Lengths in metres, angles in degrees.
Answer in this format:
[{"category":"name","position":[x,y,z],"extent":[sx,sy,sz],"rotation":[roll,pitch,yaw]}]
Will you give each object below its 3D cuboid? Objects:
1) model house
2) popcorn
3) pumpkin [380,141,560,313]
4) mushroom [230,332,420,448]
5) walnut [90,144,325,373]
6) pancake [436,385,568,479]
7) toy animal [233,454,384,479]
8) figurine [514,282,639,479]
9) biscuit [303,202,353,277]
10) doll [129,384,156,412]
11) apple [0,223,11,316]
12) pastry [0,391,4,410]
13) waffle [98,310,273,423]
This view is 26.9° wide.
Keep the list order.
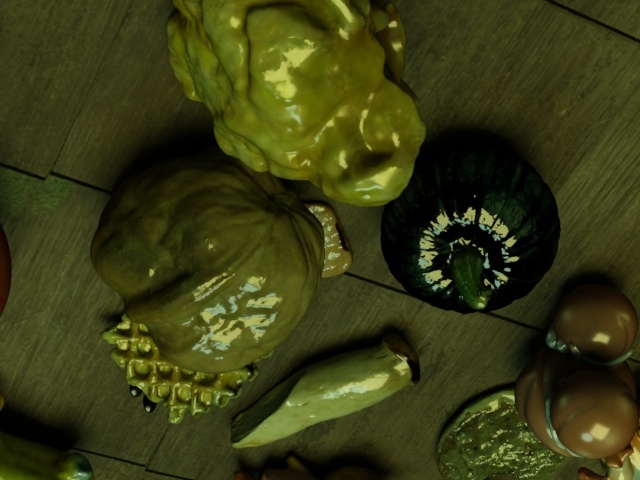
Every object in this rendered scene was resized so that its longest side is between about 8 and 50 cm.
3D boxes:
[{"category":"model house","position":[-0.506,0.409,2.059],"extent":[0.303,0.215,0.237],"rotation":[-44,133,20]},{"category":"popcorn","position":[-0.034,-0.202,1.570],"extent":[0.293,0.292,0.334],"rotation":[-33,122,25]},{"category":"pumpkin","position":[0.203,0.002,1.799],"extent":[0.248,0.248,0.248],"rotation":[-4,130,-5]},{"category":"mushroom","position":[-0.001,0.237,2.073],"extent":[0.333,0.087,0.107],"rotation":[-21,130,13]},{"category":"walnut","position":[-0.144,0.020,1.759],"extent":[0.277,0.253,0.282],"rotation":[-32,128,17]},{"category":"pancake","position":[0.313,0.332,2.225],"extent":[0.254,0.037,0.253],"rotation":[-5,130,-5]},{"category":"toy animal","position":[0.003,0.449,2.205],"extent":[0.281,0.195,0.169],"rotation":[-5,170,1]},{"category":"figurine","position":[0.461,0.272,2.064],"extent":[0.388,0.276,0.248],"rotation":[33,136,-29]},{"category":"biscuit","position":[0.000,0.000,1.915],"extent":[0.071,0.018,0.147],"rotation":[-17,131,9]},{"category":"doll","position":[-0.194,0.210,2.033],"extent":[0.195,0.070,0.096],"rotation":[-18,130,21]},{"category":"apple","position":[-0.569,0.032,1.697],"extent":[0.349,0.277,0.348],"rotation":[-4,127,-5]},{"category":"pastry","position":[-0.532,0.232,2.014],"extent":[0.109,0.057,0.097],"rotation":[2,125,-13]},{"category":"waffle","position":[-0.187,0.151,1.954],"extent":[0.223,0.054,0.204],"rotation":[-39,94,14]}]
